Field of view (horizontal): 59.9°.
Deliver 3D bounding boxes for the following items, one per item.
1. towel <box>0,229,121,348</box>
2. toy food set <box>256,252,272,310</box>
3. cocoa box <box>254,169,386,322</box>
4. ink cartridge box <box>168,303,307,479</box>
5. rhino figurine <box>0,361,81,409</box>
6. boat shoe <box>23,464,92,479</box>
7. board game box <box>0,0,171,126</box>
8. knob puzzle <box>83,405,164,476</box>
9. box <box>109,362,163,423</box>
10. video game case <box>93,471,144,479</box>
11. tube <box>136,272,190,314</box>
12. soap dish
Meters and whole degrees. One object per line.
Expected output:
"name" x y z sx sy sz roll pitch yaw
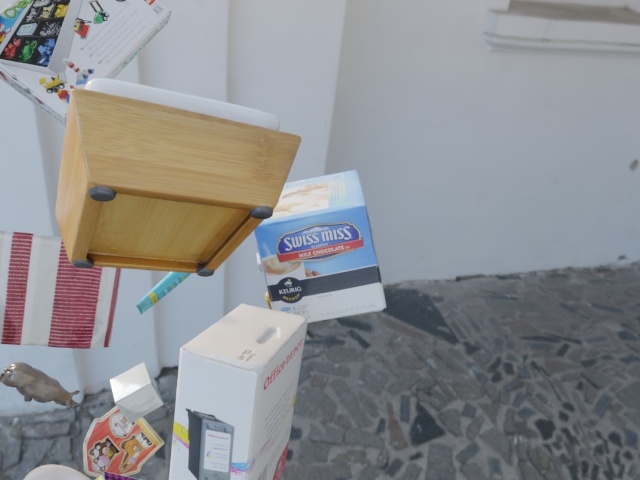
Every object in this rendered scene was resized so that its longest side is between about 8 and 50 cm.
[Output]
"towel" -0.570 0.096 1.085 0.329 0.237 0.037 8 18 -21
"toy food set" -0.111 0.087 1.557 0.111 0.104 0.232 -13 56 -2
"cocoa box" 0.000 0.000 1.231 0.232 0.228 0.347 -10 18 4
"ink cartridge box" -0.128 0.282 0.879 0.131 0.306 0.226 11 14 14
"rhino figurine" -0.738 0.394 1.475 0.106 0.243 0.073 -19 44 32
"boat shoe" -0.364 0.520 0.947 0.341 0.158 0.127 27 56 20
"board game box" -0.442 -0.378 1.006 0.193 0.053 0.305 38 65 -12
"knob puzzle" -0.555 0.562 1.516 0.213 0.213 0.030 -9 -4 -26
"box" -0.483 0.398 1.458 0.102 0.087 0.101 -28 32 -15
"video game case" -0.499 0.666 1.367 0.232 0.210 0.042 38 14 -40
"tube" -0.517 0.157 1.820 0.052 0.080 0.207 36 63 20
"soap dish" -0.184 -0.051 0.656 0.229 0.291 0.118 7 66 -26
